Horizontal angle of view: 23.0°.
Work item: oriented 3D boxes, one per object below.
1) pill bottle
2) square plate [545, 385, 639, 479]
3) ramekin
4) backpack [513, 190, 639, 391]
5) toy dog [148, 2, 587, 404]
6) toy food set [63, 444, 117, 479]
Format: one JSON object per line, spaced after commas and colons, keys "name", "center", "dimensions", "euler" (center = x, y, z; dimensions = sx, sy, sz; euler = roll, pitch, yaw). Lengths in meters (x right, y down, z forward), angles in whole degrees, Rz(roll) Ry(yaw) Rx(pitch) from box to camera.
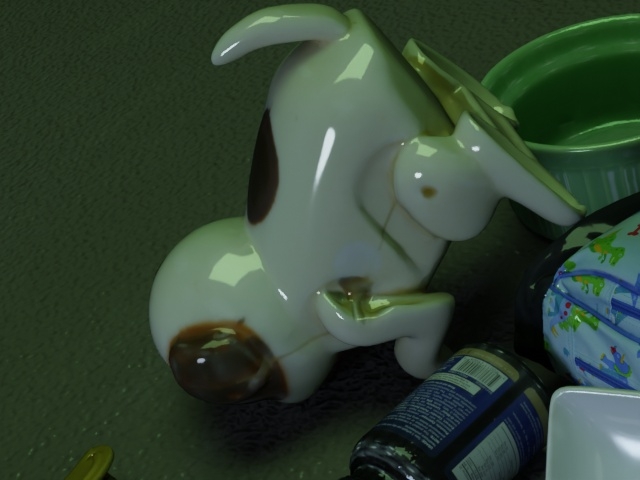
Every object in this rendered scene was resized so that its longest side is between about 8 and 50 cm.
{"name": "pill bottle", "center": [0.105, 0.199, 1.425], "dimensions": [0.123, 0.123, 0.219], "euler": [18, 46, 44]}
{"name": "square plate", "center": [0.316, 0.282, 1.077], "dimensions": [0.347, 0.344, 0.049], "euler": [1, -6, 29]}
{"name": "ramekin", "center": [0.338, -0.124, 1.794], "dimensions": [0.303, 0.148, 0.303], "euler": [-13, 32, 8]}
{"name": "backpack", "center": [0.384, 0.072, 1.402], "dimensions": [0.290, 0.273, 0.355], "euler": [-21, 43, -19]}
{"name": "toy dog", "center": [0.000, 0.000, 1.574], "dimensions": [0.408, 0.395, 0.284], "euler": [-50, 38, 15]}
{"name": "toy food set", "center": [-0.260, 0.294, 1.524], "dimensions": [0.128, 0.071, 0.218], "euler": [-23, 19, 42]}
